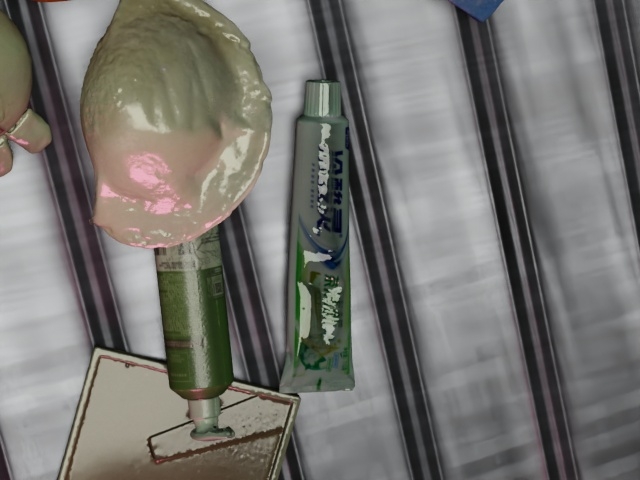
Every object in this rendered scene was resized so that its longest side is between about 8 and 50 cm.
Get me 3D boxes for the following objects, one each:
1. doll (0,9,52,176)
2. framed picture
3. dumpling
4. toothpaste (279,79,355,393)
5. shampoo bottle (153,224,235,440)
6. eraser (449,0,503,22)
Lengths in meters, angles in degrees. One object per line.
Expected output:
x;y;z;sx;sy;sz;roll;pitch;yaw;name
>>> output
-0.343;-0.167;1.287;0.155;0.113;0.275;-40;102;-3;doll
-0.134;0.193;1.430;0.203;0.015;0.150;14;96;-10;framed picture
-0.125;-0.114;1.321;0.167;0.126;0.215;6;67;-3;dumpling
0.000;0.000;1.406;0.075;0.048;0.296;-2;102;-16;toothpaste
-0.112;0.081;1.380;0.065;0.065;0.204;-6;94;-8;shampoo bottle
0.067;-0.321;1.314;0.312;0.042;0.144;28;103;-28;eraser
